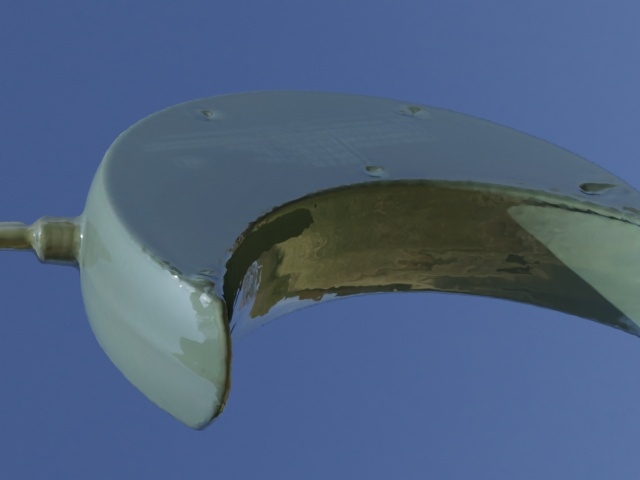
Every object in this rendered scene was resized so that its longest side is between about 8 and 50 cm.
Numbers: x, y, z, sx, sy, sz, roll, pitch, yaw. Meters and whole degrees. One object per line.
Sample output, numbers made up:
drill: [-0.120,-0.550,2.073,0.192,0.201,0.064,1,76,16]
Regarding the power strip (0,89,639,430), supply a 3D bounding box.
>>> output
power strip: [0.000,0.000,0.729,0.253,0.167,0.054,-7,-60,-31]
